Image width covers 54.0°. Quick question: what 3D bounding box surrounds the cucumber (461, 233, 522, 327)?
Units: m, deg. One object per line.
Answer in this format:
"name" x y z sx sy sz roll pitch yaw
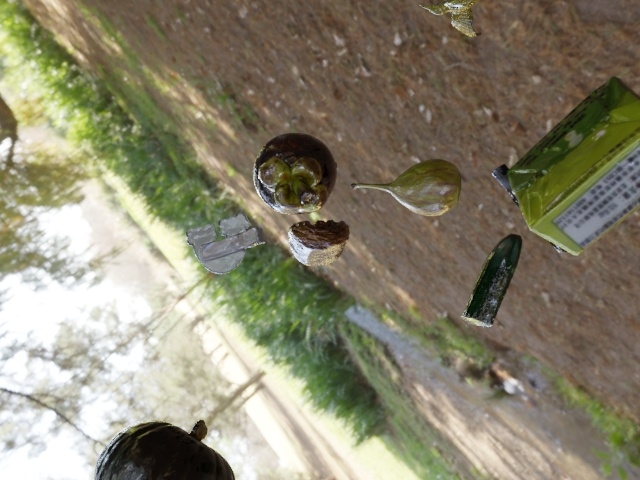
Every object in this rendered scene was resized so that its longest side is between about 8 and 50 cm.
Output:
"cucumber" 0.417 0.093 1.531 0.063 0.244 0.115 23 180 -4

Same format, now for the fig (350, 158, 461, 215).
"fig" 0.138 -0.069 0.974 0.093 0.166 0.094 -19 -90 -77

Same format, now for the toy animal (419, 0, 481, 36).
"toy animal" 0.305 -0.536 1.400 0.155 0.095 0.219 29 -175 25

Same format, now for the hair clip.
"hair clip" -0.244 0.011 1.611 0.054 0.220 0.140 -4 -102 -68

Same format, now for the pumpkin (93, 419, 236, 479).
"pumpkin" -0.260 0.412 1.092 0.249 0.216 0.250 28 157 14

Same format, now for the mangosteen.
"mangosteen" -0.051 -0.141 1.403 0.192 0.192 0.217 57 179 -24

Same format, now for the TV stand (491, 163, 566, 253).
"TV stand" 0.490 -0.077 1.443 0.249 0.042 0.036 48 160 -3

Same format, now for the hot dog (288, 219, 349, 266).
"hot dog" -0.002 0.003 1.617 0.227 0.160 0.099 128 139 -75

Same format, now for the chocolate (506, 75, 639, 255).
"chocolate" 0.537 -0.144 1.241 0.137 0.301 0.289 38 -155 -13
